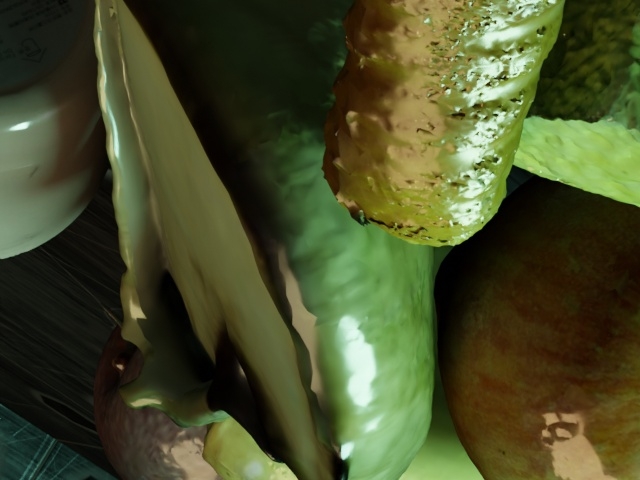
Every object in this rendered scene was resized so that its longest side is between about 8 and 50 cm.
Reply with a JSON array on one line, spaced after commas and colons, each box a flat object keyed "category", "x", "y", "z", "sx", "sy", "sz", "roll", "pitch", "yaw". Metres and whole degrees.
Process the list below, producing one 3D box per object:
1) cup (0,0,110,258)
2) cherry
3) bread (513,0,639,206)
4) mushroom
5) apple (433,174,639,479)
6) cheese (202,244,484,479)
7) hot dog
[{"category": "cup", "x": -0.179, "y": -0.104, "z": 0.872, "sx": 0.253, "sy": 0.191, "sz": 0.200, "roll": 3, "pitch": 163, "yaw": -14}, {"category": "cherry", "x": -0.065, "y": 0.147, "z": 1.231, "sx": 0.307, "sy": 0.221, "sz": 0.261, "roll": 47, "pitch": 164, "yaw": -14}, {"category": "bread", "x": 0.124, "y": -0.078, "z": 0.571, "sx": 0.111, "sy": 0.114, "sz": 0.129, "roll": 33, "pitch": 166, "yaw": -31}, {"category": "mushroom", "x": 0.006, "y": 0.001, "z": 0.704, "sx": 0.217, "sy": 0.212, "sz": 0.292, "roll": 45, "pitch": 139, "yaw": 30}, {"category": "apple", "x": 0.162, "y": 0.052, "z": 0.707, "sx": 0.211, "sy": 0.211, "sz": 0.188, "roll": 34, "pitch": -176, "yaw": -12}, {"category": "cheese", "x": 0.088, "y": 0.104, "z": 0.913, "sx": 0.316, "sy": 0.259, "sz": 0.128, "roll": 25, "pitch": 134, "yaw": -7}, {"category": "hot dog", "x": 0.051, "y": -0.115, "z": 0.469, "sx": 0.083, "sy": 0.068, "sz": 0.289, "roll": 36, "pitch": 134, "yaw": 28}]
